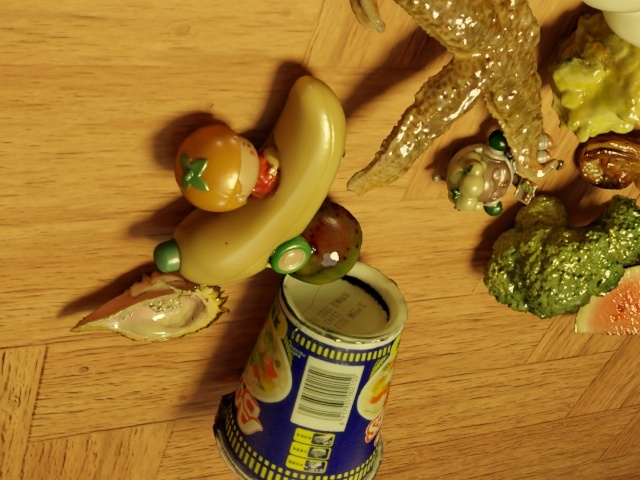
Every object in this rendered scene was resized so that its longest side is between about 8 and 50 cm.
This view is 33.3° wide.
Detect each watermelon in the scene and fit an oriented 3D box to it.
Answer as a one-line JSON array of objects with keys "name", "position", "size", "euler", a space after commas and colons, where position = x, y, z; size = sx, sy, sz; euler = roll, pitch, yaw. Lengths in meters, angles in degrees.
[{"name": "watermelon", "position": [0.579, 0.113, 2.035], "size": [0.193, 0.137, 0.145], "euler": [-46, 175, 24]}]

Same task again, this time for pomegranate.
[{"name": "pomegranate", "position": [-0.003, -0.001, 1.514], "size": [0.130, 0.130, 0.130], "euler": [-17, 143, -14]}]

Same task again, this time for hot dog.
[{"name": "hot dog", "position": [0.473, -0.129, 1.691], "size": [0.147, 0.065, 0.099], "euler": [-1, 146, -35]}]

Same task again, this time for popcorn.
[{"name": "popcorn", "position": [0.383, -0.214, 1.447], "size": [0.173, 0.173, 0.142], "euler": [-41, -178, 18]}]

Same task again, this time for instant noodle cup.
[{"name": "instant noodle cup", "position": [-0.001, 0.201, 1.654], "size": [0.284, 0.284, 0.312], "euler": [-6, 131, -27]}]

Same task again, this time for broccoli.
[{"name": "broccoli", "position": [0.412, -0.009, 1.720], "size": [0.302, 0.186, 0.254], "euler": [-41, -178, -13]}]

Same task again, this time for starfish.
[{"name": "starfish", "position": [0.172, -0.193, 1.341], "size": [0.324, 0.082, 0.432], "euler": [-28, 137, -18]}]

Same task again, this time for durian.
[{"name": "durian", "position": [-0.242, 0.086, 1.501], "size": [0.224, 0.078, 0.140], "euler": [-9, 153, -7]}]

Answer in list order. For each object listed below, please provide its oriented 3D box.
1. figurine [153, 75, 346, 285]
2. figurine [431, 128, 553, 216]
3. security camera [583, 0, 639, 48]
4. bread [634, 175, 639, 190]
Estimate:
[{"name": "figurine", "position": [-0.092, -0.075, 1.362], "size": [0.222, 0.124, 0.324], "euler": [10, 127, -36]}, {"name": "figurine", "position": [0.262, -0.102, 1.566], "size": [0.197, 0.093, 0.147], "euler": [-17, 130, -18]}, {"name": "security camera", "position": [0.377, -0.348, 1.264], "size": [0.236, 0.194, 0.194], "euler": [22, 122, -40]}, {"name": "bread", "position": [0.670, -0.122, 1.805], "size": [0.305, 0.091, 0.142], "euler": [-1, 142, -30]}]
